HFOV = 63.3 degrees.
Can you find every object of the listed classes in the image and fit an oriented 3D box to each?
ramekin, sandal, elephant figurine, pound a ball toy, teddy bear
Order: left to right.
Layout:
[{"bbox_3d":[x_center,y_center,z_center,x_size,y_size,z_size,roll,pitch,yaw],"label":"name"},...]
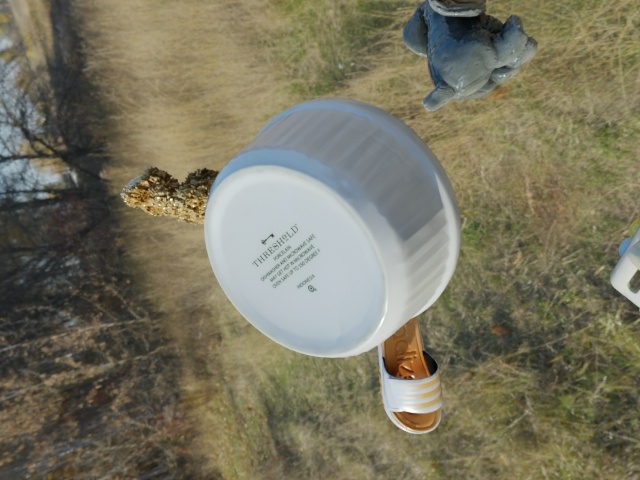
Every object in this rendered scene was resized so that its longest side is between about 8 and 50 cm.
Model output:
[{"bbox_3d":[-0.198,-0.065,0.977,0.245,0.338,0.113,137,137,-73],"label":"teddy bear"},{"bbox_3d":[0.000,0.000,0.547,0.273,0.127,0.273,16,124,25],"label":"ramekin"},{"bbox_3d":[0.147,0.212,0.875,0.076,0.102,0.265,-163,58,-78],"label":"sandal"},{"bbox_3d":[0.211,-0.350,0.822,0.169,0.186,0.239,-35,80,37],"label":"elephant figurine"},{"bbox_3d":[0.583,0.023,0.910,0.136,0.208,0.319,50,175,31],"label":"pound a ball toy"}]
